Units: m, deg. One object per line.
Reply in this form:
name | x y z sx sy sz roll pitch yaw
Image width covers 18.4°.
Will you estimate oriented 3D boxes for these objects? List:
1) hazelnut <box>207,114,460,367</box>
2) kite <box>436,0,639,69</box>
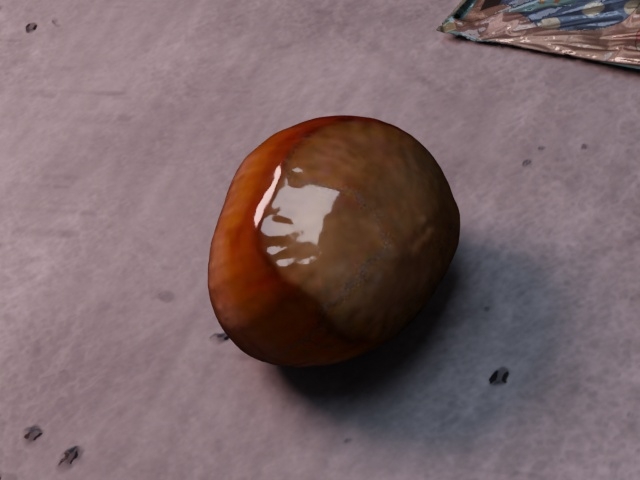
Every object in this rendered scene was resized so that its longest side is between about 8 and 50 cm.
hazelnut | 0.000 0.000 1.513 0.214 0.176 0.214 -33 16 11
kite | 0.278 -0.241 1.736 0.368 0.014 0.406 -19 42 6
